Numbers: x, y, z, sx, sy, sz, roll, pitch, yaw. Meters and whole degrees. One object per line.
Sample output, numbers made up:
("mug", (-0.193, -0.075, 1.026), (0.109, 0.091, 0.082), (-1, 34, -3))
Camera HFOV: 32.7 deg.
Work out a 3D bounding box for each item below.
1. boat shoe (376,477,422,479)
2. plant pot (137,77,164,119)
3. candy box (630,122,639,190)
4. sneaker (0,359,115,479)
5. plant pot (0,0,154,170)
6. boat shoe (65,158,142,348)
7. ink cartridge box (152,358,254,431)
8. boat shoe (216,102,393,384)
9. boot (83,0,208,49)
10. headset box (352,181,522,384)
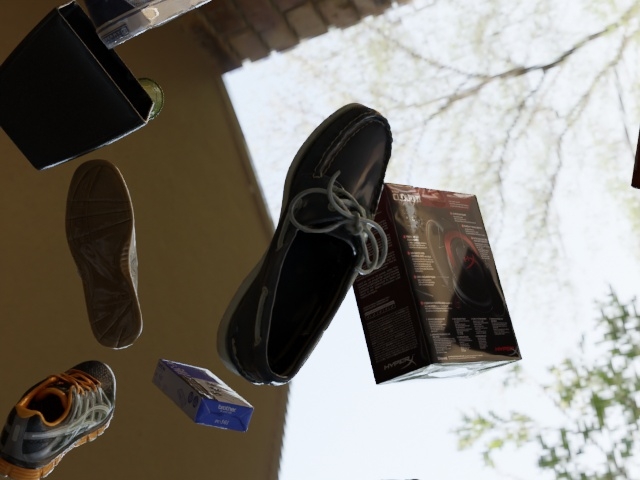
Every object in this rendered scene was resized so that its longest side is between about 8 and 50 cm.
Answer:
("boat shoe", (0.070, 0.336, 1.038), (0.080, 0.076, 0.228), (-18, -75, -54))
("plant pot", (-0.352, -0.273, 2.084), (0.079, 0.083, 0.083), (-11, -95, -76))
("candy box", (0.490, -0.144, 1.207), (0.316, 0.087, 0.182), (-5, -72, -34))
("sneaker", (-0.287, 0.185, 1.224), (0.215, 0.084, 0.083), (-56, -17, -65))
("plant pot", (-0.357, -0.204, 1.505), (0.188, 0.167, 0.187), (54, -175, -16))
("boat shoe", (-0.321, 0.020, 1.615), (0.096, 0.098, 0.277), (-173, 78, -80))
("ink cartridge box", (-0.199, 0.255, 1.817), (0.097, 0.207, 0.046), (17, -87, -30))
("boat shoe", (0.000, 0.000, 0.892), (0.095, 0.079, 0.254), (38, -106, -27))
("boot", (-0.147, -0.231, 0.944), (0.086, 0.069, 0.190), (63, -155, -12))
("headset box", (0.152, 0.050, 1.570), (0.218, 0.110, 0.293), (3, -113, -46))
